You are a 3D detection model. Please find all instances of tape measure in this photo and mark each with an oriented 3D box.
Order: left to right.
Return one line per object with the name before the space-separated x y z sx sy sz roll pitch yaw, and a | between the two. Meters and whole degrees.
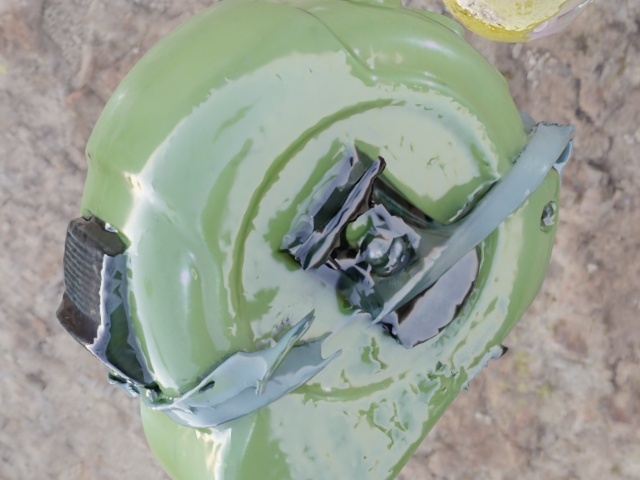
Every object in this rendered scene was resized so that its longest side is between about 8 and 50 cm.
tape measure | 0.000 0.000 0.366 0.154 0.177 0.087 48 166 -32

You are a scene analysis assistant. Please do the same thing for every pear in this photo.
pear | 0.194 -0.265 1.067 0.178 0.178 0.178 11 128 14
